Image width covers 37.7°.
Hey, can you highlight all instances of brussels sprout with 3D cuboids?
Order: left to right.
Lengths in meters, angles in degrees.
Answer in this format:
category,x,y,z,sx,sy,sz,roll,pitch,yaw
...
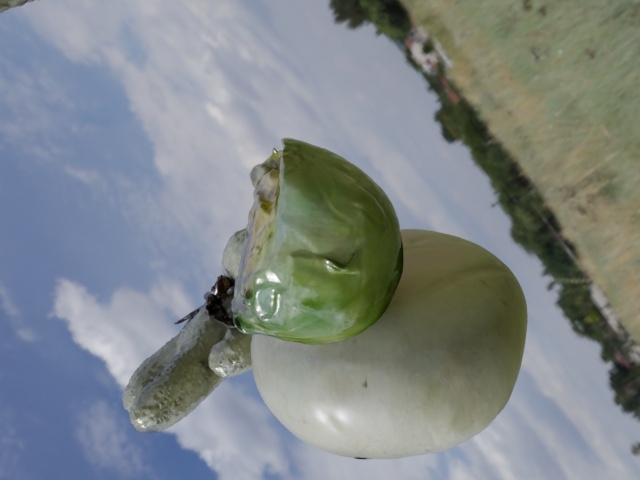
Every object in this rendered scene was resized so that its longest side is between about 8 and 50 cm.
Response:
category,x,y,z,sx,sy,sz,roll,pitch,yaw
brussels sprout,0.004,0.003,0.692,0.122,0.149,0.152,12,-111,-15

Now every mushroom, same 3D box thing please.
category,x,y,z,sx,sy,sz,roll,pitch,yaw
mushroom,0.068,0.101,0.826,0.246,0.246,0.202,-105,-8,-62

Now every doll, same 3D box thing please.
category,x,y,z,sx,sy,sz,roll,pitch,yaw
doll,-0.101,0.084,0.981,0.175,0.278,0.149,35,163,42

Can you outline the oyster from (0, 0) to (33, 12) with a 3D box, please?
category,x,y,z,sx,sy,sz,roll,pitch,yaw
oyster,-0.268,-0.202,0.635,0.162,0.232,0.107,59,171,-1
